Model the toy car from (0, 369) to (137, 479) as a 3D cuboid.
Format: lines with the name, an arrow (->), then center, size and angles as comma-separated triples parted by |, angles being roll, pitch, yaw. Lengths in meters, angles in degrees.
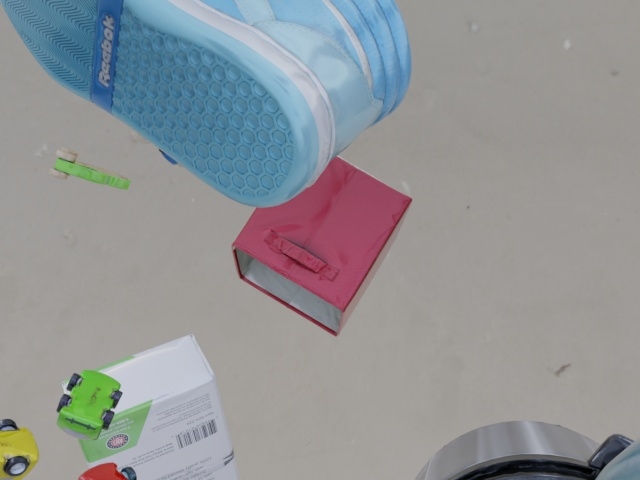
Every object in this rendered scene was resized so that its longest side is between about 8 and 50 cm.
toy car -> -0.263, 0.217, 0.852 | 0.239, 0.053, 0.225 | 23, 20, -8

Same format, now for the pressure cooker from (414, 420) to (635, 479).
pressure cooker -> 0.246, 0.418, 0.928 | 0.375, 0.420, 0.370 | -12, 83, 10

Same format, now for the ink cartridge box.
ink cartridge box -> -0.239, 0.301, 1.184 | 0.198, 0.273, 0.115 | -19, 36, -18

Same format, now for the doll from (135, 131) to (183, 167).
doll -> -0.227, -0.186, 1.405 | 0.189, 0.129, 0.046 | 1, 25, -12

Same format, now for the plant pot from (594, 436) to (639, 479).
plant pot -> 0.275, 0.140, 0.370 | 0.247, 0.252, 0.248 | -28, 76, -25

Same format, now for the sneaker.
sneaker -> -0.076, -0.164, 0.581 | 0.319, 0.127, 0.208 | 41, 44, 15

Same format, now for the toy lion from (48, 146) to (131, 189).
toy lion -> -0.286, -0.085, 1.011 | 0.096, 0.100, 0.034 | 20, 93, -15

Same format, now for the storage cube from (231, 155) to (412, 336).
storage cube -> 0.000, 0.000, 1.182 | 0.184, 0.215, 0.193 | 30, 75, 7
